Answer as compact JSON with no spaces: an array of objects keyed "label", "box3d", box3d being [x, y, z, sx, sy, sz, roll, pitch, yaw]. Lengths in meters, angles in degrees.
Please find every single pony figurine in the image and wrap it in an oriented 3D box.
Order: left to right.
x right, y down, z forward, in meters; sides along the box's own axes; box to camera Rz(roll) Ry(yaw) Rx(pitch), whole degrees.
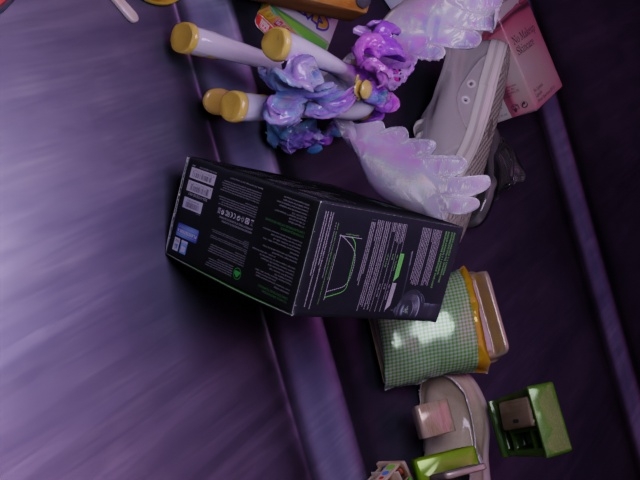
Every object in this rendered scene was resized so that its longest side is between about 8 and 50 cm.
[{"label":"pony figurine","box3d":[0.036,-0.199,1.115,0.363,0.351,0.302,1,101,-45]}]

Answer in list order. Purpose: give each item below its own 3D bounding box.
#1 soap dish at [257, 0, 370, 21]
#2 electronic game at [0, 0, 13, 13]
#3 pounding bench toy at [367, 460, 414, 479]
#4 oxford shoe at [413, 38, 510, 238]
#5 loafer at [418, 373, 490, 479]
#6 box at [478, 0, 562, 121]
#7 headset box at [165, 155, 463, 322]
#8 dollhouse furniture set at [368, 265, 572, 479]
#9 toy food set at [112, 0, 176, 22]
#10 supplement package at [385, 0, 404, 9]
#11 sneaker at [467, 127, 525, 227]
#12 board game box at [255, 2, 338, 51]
[{"label":"soap dish","box3d":[-0.002,-0.459,1.159,0.229,0.118,0.291,4,113,-31]},{"label":"electronic game","box3d":[-0.410,-0.329,0.869,0.229,0.048,0.229,17,66,-44]},{"label":"pounding bench toy","box3d":[0.110,0.350,1.203,0.065,0.083,0.052,-34,104,-46]},{"label":"oxford shoe","box3d":[0.216,-0.150,1.447,0.169,0.130,0.449,59,46,-67]},{"label":"loafer","box3d":[0.206,0.322,1.303,0.092,0.102,0.268,-5,83,-54]},{"label":"box","box3d":[0.353,-0.364,1.648,0.148,0.127,0.232,-40,109,-45]},{"label":"headset box","box3d":[0.000,0.000,1.051,0.283,0.246,0.131,7,101,-47]},{"label":"dollhouse furniture set","box3d":[0.200,0.179,1.216,0.198,0.151,0.301,-10,76,-13]},{"label":"toy food set","box3d":[-0.201,-0.379,1.093,0.128,0.071,0.218,56,45,-20]},{"label":"supplement package","box3d":[0.157,-0.557,1.476,0.203,0.149,0.194,51,47,-23]},{"label":"sneaker","box3d":[0.321,-0.103,1.565,0.130,0.087,0.227,35,49,-28]},{"label":"board game box","box3d":[-0.017,-0.392,1.327,0.124,0.039,0.259,39,55,-31]}]
